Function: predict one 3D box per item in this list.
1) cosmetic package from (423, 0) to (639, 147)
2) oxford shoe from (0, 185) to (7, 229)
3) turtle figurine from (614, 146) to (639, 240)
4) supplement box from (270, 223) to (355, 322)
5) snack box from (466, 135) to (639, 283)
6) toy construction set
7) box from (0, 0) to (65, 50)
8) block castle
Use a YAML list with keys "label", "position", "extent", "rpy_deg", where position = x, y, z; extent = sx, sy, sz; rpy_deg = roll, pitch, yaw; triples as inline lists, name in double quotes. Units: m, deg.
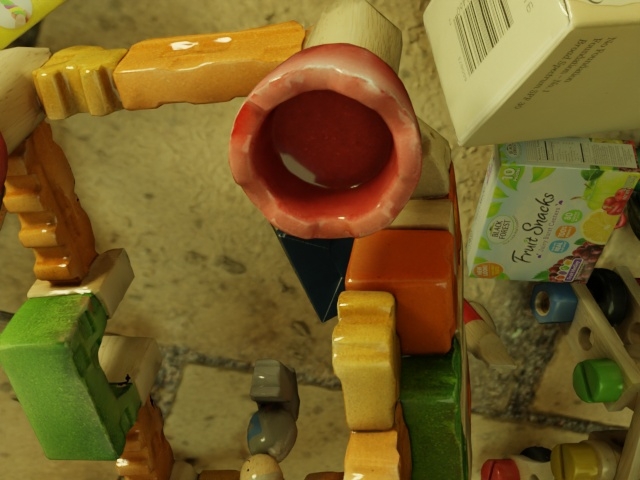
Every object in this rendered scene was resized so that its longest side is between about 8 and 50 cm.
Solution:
- label: "cosmetic package"
  position: [0.246, -0.156, 0.557]
  extent: [0.310, 0.160, 0.113]
  rpy_deg: [-7, 74, -16]
- label: "oxford shoe"
  position: [-0.293, 0.042, 0.548]
  extent: [0.097, 0.098, 0.271]
  rpy_deg: [33, 101, -26]
- label: "turtle figurine"
  position: [0.326, -0.017, 0.698]
  extent: [0.234, 0.118, 0.175]
  rpy_deg: [48, 54, -19]
- label: "supplement box"
  position: [0.000, 0.000, 0.623]
  extent: [0.056, 0.083, 0.083]
  rpy_deg: [-26, 118, -3]
- label: "snack box"
  position: [0.174, -0.021, 0.643]
  extent: [0.100, 0.037, 0.141]
  rpy_deg: [4, 143, 2]
- label: "toy construction set"
  position: [0.227, 0.157, 0.674]
  extent: [0.309, 0.237, 0.257]
  rpy_deg: [29, 103, -25]
- label: "box"
  position: [-0.224, -0.165, 0.507]
  extent: [0.179, 0.043, 0.105]
  rpy_deg: [-35, 118, 4]
- label: "block castle"
  position: [-0.062, 0.101, 0.511]
  extent: [0.303, 0.212, 0.453]
  rpy_deg: [-3, 122, 11]
